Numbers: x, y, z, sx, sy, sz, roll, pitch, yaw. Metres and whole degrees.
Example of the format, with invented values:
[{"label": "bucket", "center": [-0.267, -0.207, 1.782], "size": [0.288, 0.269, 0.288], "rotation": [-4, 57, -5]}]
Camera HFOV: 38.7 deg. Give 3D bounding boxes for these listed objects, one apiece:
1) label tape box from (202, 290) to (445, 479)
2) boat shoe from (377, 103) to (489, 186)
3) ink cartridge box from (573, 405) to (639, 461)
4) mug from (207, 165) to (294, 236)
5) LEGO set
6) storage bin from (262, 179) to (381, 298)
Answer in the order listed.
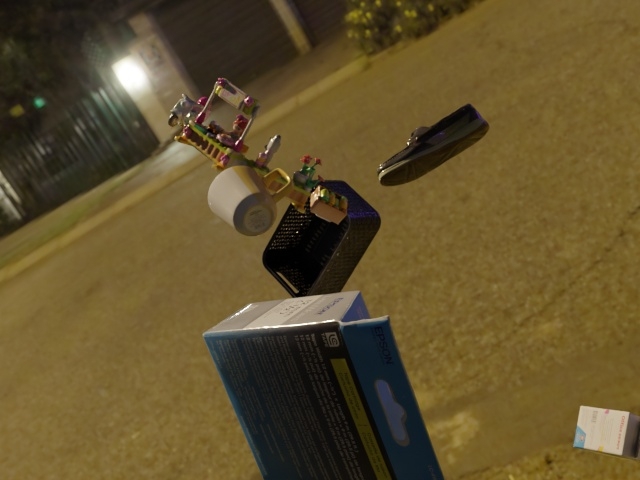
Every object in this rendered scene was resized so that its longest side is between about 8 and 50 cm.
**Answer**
[{"label": "label tape box", "center": [0.024, 0.204, 1.226], "size": [0.348, 0.249, 0.115], "rotation": [-11, 15, 43]}, {"label": "boat shoe", "center": [0.134, -0.118, 1.131], "size": [0.152, 0.049, 0.056], "rotation": [-27, -22, -4]}, {"label": "ink cartridge box", "center": [0.623, 0.409, 1.915], "size": [0.143, 0.090, 0.092], "rotation": [-2, 70, 54]}, {"label": "mug", "center": [-0.071, -0.042, 0.919], "size": [0.078, 0.062, 0.064], "rotation": [-59, 36, 12]}, {"label": "LEGO set", "center": [-0.077, -0.132, 1.248], "size": [0.107, 0.287, 0.132], "rotation": [-61, -9, 13]}, {"label": "storage bin", "center": [0.000, 0.000, 1.484], "size": [0.084, 0.122, 0.180], "rotation": [-2, -50, -50]}]
